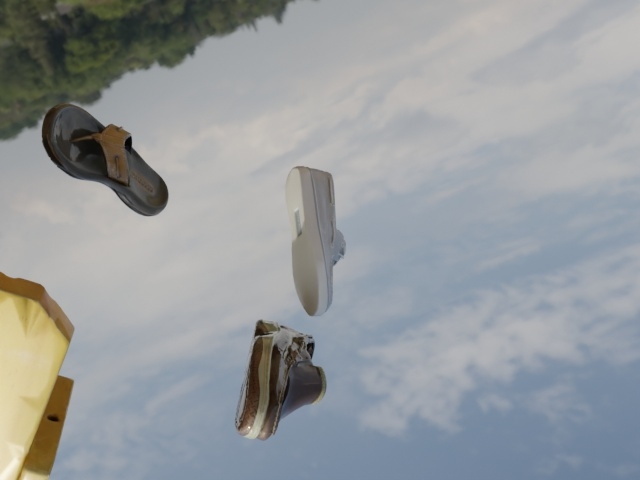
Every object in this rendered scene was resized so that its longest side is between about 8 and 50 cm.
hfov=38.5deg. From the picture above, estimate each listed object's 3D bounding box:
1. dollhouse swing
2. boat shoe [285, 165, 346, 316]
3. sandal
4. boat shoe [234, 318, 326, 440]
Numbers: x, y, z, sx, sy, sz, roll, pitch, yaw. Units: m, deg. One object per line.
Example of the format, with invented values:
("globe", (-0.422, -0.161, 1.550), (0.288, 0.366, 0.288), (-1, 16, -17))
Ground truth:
("dollhouse swing", (-0.433, 0.105, 0.997), (0.315, 0.346, 0.305), (-115, -135, -71))
("boat shoe", (0.000, 0.000, 1.103), (0.063, 0.184, 0.066), (1, 156, -27))
("sandal", (-0.249, -0.098, 1.119), (0.060, 0.219, 0.090), (-15, -125, 27))
("boat shoe", (-0.037, 0.152, 1.041), (0.095, 0.095, 0.257), (14, -165, -4))
